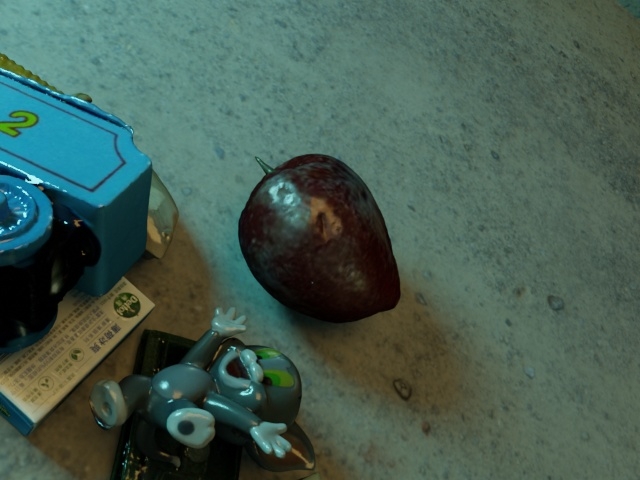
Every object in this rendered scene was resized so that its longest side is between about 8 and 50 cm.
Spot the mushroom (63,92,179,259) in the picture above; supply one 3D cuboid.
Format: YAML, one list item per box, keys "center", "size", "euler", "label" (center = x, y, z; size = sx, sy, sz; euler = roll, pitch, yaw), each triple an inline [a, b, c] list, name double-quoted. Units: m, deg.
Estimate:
- center: [-0.272, -0.079, 0.879]
  size: [0.247, 0.096, 0.108]
  euler: [55, 38, 0]
  label: "mushroom"

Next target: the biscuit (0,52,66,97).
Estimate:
- center: [-0.433, -0.146, 0.867]
  size: [0.232, 0.013, 0.237]
  euler: [33, 50, -13]
  label: "biscuit"

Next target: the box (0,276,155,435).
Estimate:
- center: [-0.314, 0.103, 0.762]
  size: [0.139, 0.073, 0.194]
  euler: [43, 49, -3]
  label: "box"

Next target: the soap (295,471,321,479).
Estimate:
- center: [-0.016, 0.400, 0.797]
  size: [0.114, 0.063, 0.198]
  euler: [-16, 74, -37]
  label: "soap"

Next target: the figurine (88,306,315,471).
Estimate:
- center: [-0.116, 0.191, 0.739]
  size: [0.265, 0.140, 0.193]
  euler: [-13, 48, -39]
  label: "figurine"

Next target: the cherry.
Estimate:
- center: [0.000, 0.000, 0.937]
  size: [0.300, 0.203, 0.230]
  euler: [47, 9, -10]
  label: "cherry"

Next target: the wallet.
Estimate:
- center: [-0.164, 0.234, 0.805]
  size: [0.160, 0.055, 0.236]
  euler: [24, 52, -28]
  label: "wallet"

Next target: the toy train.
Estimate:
- center: [-0.354, -0.050, 0.693]
  size: [0.300, 0.188, 0.265]
  euler: [24, 43, 6]
  label: "toy train"
